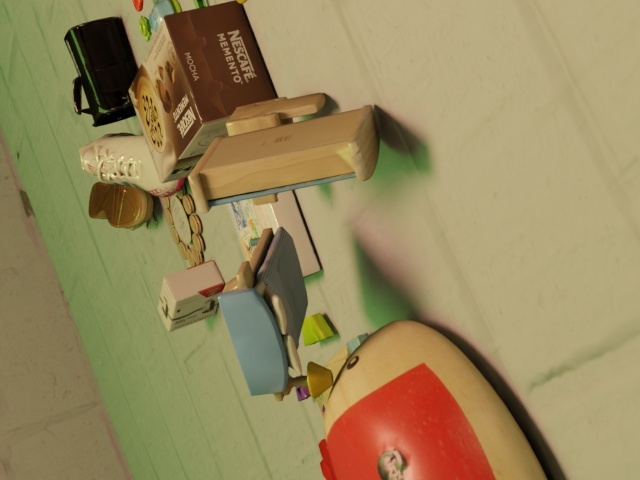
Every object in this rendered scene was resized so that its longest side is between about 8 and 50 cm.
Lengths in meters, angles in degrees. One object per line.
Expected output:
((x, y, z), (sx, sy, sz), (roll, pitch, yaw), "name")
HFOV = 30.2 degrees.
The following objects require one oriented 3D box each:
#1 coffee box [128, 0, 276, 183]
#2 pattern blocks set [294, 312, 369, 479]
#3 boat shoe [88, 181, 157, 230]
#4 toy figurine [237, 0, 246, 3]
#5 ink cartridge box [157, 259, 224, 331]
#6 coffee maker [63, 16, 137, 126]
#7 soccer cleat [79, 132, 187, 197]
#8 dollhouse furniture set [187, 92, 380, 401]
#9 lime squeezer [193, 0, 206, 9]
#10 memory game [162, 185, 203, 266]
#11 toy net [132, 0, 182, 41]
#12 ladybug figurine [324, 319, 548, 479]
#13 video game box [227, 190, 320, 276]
((-0.182, -0.214, 1.762), (0.168, 0.119, 0.297), (70, 158, 6), "coffee box")
((0.038, 0.242, 1.724), (0.325, 0.026, 0.285), (-17, 92, 68), "pattern blocks set")
((-0.392, -0.076, 2.422), (0.285, 0.089, 0.104), (15, 95, 61), "boat shoe")
((-0.051, -0.384, 1.289), (0.213, 0.148, 0.209), (-21, 88, 67), "toy figurine")
((-0.237, 0.103, 2.159), (0.056, 0.099, 0.135), (61, 157, 21), "ink cartridge box")
((-0.390, -0.320, 2.198), (0.171, 0.120, 0.178), (-20, 89, 44), "coffee maker")
((-0.348, -0.136, 2.157), (0.331, 0.143, 0.116), (-166, 72, -64), "soccer cleat")
((0.000, 0.000, 1.449), (0.286, 0.198, 0.303), (-69, -33, -64), "dollhouse furniture set")
((-0.192, -0.483, 1.690), (0.110, 0.059, 0.310), (28, 139, 17), "lime squeezer")
((-0.257, -0.038, 2.212), (0.186, 0.012, 0.186), (49, 150, 43), "memory game")
((-0.278, -0.439, 1.917), (0.122, 0.045, 0.232), (21, 124, 64), "toy net")
((0.138, 0.303, 1.361), (0.449, 0.162, 0.305), (59, 154, 28), "ladybug figurine")
((-0.080, -0.028, 1.765), (0.187, 0.048, 0.205), (-28, 81, 66), "video game box")
